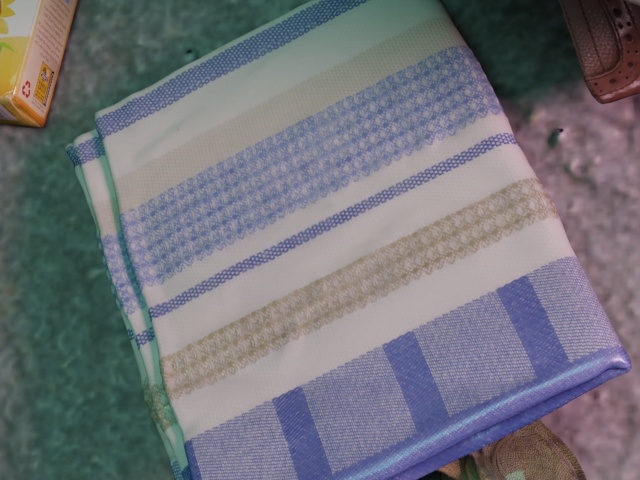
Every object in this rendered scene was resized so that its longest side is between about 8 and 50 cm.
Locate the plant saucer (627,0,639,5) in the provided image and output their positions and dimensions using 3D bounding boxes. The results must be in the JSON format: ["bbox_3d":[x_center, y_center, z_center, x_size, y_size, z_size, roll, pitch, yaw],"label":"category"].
[{"bbox_3d":[0.153,-0.273,0.759,0.400,0.100,0.400,10,54,-15],"label":"plant saucer"}]

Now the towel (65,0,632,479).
[{"bbox_3d":[0.000,0.000,0.827,0.209,0.034,0.285,-28,49,6],"label":"towel"}]

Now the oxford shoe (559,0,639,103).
[{"bbox_3d":[0.087,-0.226,0.873,0.133,0.130,0.363,-39,60,14],"label":"oxford shoe"}]

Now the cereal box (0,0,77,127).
[{"bbox_3d":[-0.209,-0.188,0.992,0.173,0.047,0.240,8,73,20],"label":"cereal box"}]

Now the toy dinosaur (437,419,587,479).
[{"bbox_3d":[0.050,0.094,0.809,0.118,0.064,0.268,-32,60,1],"label":"toy dinosaur"}]
